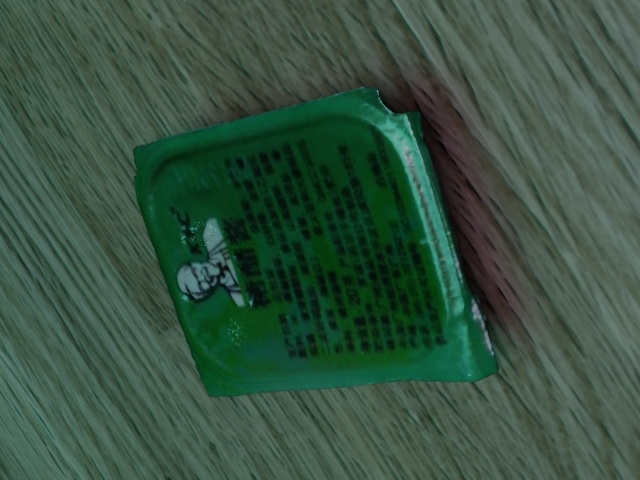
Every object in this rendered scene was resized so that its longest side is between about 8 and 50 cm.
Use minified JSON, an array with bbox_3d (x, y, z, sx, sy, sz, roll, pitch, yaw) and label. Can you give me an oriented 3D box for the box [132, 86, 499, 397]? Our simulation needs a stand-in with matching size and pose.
[{"bbox_3d":[0.000,0.000,1.159,0.336,0.106,0.264,-8,104,40],"label":"box"}]
